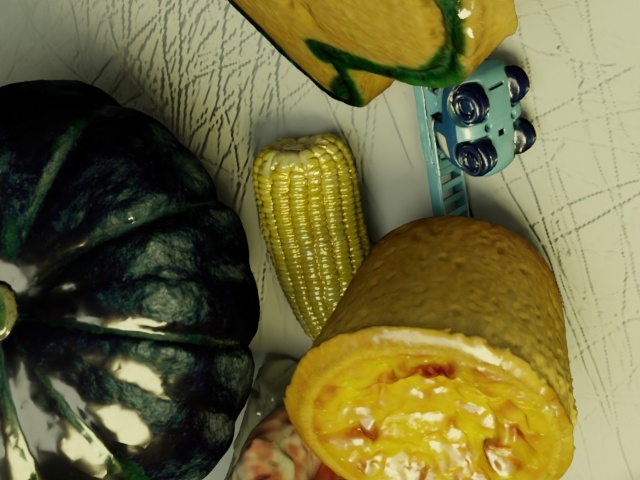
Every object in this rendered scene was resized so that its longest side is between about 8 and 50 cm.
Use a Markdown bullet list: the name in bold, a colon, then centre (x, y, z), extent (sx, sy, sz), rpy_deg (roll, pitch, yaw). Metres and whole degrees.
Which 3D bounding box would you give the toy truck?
- **toy truck**: centre (0.108, -0.062, 0.901), extent (0.074, 0.063, 0.136), rpy_deg (15, 122, 46)

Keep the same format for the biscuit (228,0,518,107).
- **biscuit**: centre (-0.024, -0.189, 0.821), extent (0.343, 0.057, 0.287), rpy_deg (34, 163, 31)

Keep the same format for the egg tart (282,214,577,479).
- **egg tart**: centre (0.083, 0.080, 0.906), extent (0.202, 0.147, 0.203), rpy_deg (8, 136, 7)

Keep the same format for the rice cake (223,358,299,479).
- **rice cake**: centre (-0.061, 0.212, 1.128), extent (0.052, 0.057, 0.256), rpy_deg (25, 124, 13)

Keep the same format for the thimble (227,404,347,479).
- **thimble**: centre (0.031, 0.242, 0.994), extent (0.239, 0.239, 0.162), rpy_deg (29, 125, 12)

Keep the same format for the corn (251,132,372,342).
- **corn**: centre (0.000, 0.000, 0.988), extent (0.085, 0.063, 0.165), rpy_deg (-14, 111, 7)

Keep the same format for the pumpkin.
- **pumpkin**: centre (-0.223, 0.055, 0.974), extent (0.363, 0.266, 0.364), rpy_deg (-1, 83, 5)
